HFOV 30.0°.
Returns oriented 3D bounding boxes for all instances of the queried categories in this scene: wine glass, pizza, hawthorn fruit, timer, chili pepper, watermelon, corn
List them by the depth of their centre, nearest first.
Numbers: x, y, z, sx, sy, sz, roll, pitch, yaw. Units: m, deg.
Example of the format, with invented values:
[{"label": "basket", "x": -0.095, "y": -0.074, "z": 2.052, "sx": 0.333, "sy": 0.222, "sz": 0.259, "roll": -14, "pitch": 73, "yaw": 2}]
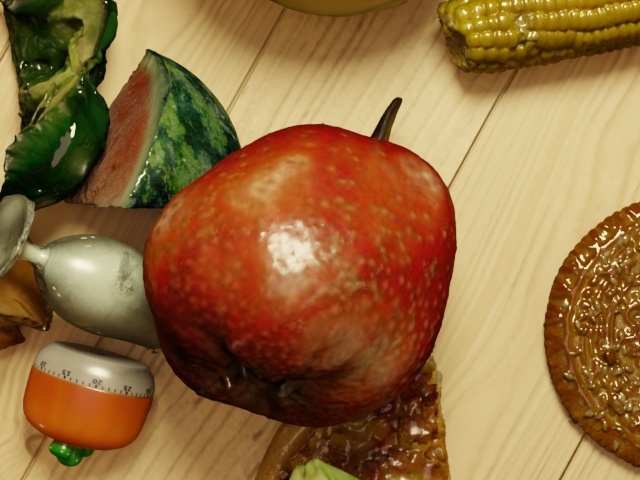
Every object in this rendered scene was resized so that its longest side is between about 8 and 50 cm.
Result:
[{"label": "hawthorn fruit", "x": 0.000, "y": 0.000, "z": 1.148, "sx": 0.285, "sy": 0.285, "sz": 0.369, "roll": 31, "pitch": 68, "yaw": 4}, {"label": "wine glass", "x": -0.228, "y": 0.038, "z": 1.185, "sx": 0.222, "sy": 0.103, "sz": 0.103, "roll": 28, "pitch": 87, "yaw": -38}, {"label": "pizza", "x": 0.061, "y": 0.244, "z": 1.225, "sx": 0.229, "sy": 0.081, "sz": 0.289, "roll": 44, "pitch": 88, "yaw": 4}, {"label": "corn", "x": 0.300, "y": -0.255, "z": 1.229, "sx": 0.363, "sy": 0.120, "sz": 0.120, "roll": -12, "pitch": 86, "yaw": 2}, {"label": "timer", "x": -0.244, "y": 0.173, "z": 1.237, "sx": 0.136, "sy": 0.099, "sz": 0.136, "roll": 1, "pitch": 93, "yaw": 14}, {"label": "chili pepper", "x": -0.271, "y": -0.142, "z": 1.239, "sx": 0.148, "sy": 0.116, "sz": 0.264, "roll": -10, "pitch": 63, "yaw": 22}, {"label": "watermelon", "x": -0.190, "y": -0.107, "z": 1.243, "sx": 0.202, "sy": 0.136, "sz": 0.207, "roll": -18, "pitch": 71, "yaw": -5}]

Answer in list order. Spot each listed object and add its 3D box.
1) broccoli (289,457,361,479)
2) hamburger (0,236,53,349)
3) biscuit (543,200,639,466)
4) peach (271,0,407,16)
[{"label": "broccoli", "x": 0.169, "y": 0.339, "z": 1.133, "sx": 0.353, "sy": 0.275, "sz": 0.397, "roll": -23, "pitch": 83, "yaw": -32}, {"label": "hamburger", "x": -0.395, "y": 0.001, "z": 1.223, "sx": 0.283, "sy": 0.156, "sz": 0.144, "roll": 42, "pitch": 88, "yaw": 6}, {"label": "biscuit", "x": 0.384, "y": 0.098, "z": 1.242, "sx": 0.305, "sy": 0.038, "sz": 0.305, "roll": 0, "pitch": 86, "yaw": 2}, {"label": "peach", "x": 0.009, "y": -0.375, "z": 1.168, "sx": 0.314, "sy": 0.281, "sz": 0.315, "roll": -41, "pitch": 95, "yaw": -6}]
